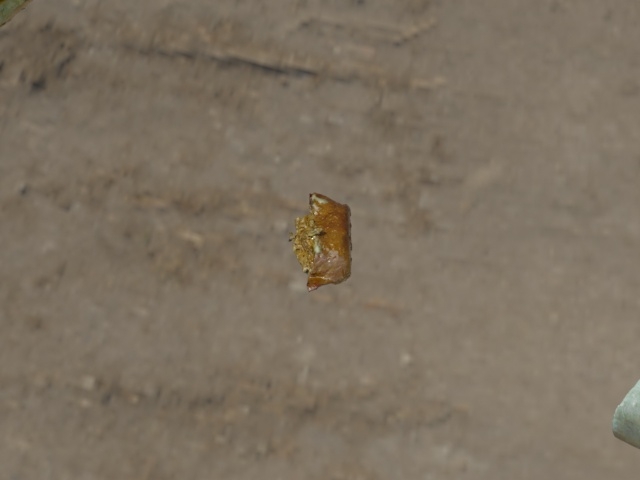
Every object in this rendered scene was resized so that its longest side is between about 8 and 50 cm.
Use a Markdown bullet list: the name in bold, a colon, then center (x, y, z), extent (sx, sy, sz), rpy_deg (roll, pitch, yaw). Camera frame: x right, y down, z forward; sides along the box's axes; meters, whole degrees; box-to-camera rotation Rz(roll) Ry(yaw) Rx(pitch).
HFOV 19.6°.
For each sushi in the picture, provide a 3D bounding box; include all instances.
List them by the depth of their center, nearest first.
- **sushi**: center (0.000, 0.003, 1.719), extent (0.060, 0.118, 0.061), rpy_deg (0, 123, 0)

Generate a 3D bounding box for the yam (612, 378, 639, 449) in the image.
- **yam**: center (0.319, 0.165, 1.506), extent (0.169, 0.068, 0.068), rpy_deg (24, 141, 34)

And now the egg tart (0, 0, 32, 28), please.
- **egg tart**: center (-0.319, -0.273, 1.470), extent (0.288, 0.118, 0.288), rpy_deg (-7, 110, -19)
